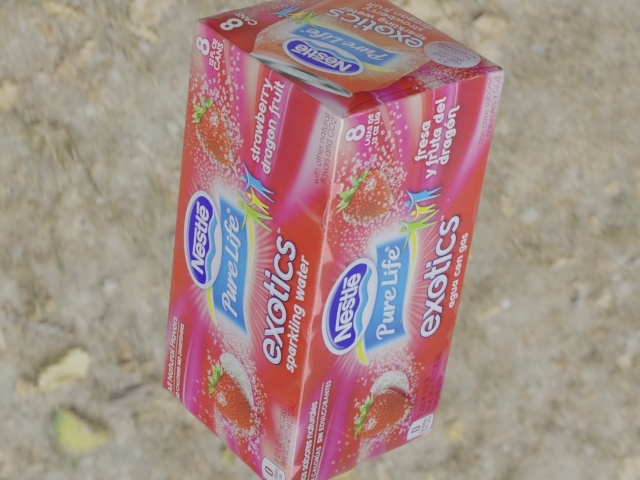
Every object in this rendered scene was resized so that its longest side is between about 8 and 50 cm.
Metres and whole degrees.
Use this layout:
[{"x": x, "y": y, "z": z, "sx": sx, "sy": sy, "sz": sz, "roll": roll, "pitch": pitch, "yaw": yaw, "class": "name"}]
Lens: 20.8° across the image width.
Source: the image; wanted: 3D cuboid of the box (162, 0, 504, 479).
[{"x": 0.000, "y": 0.000, "z": 0.991, "sx": 0.123, "sy": 0.128, "sz": 0.257, "roll": -19, "pitch": 132, "yaw": -36, "class": "box"}]
